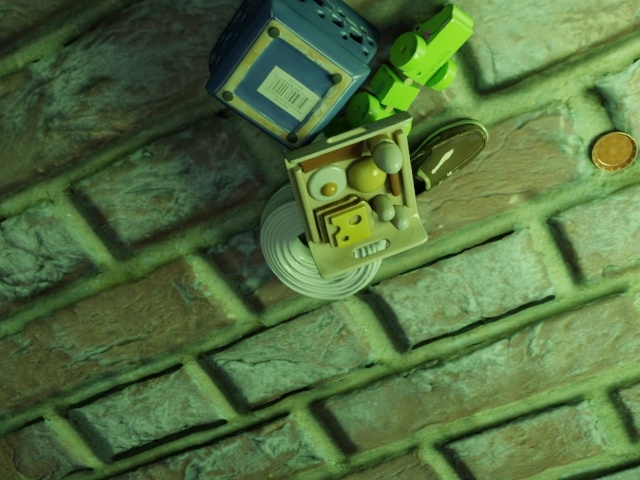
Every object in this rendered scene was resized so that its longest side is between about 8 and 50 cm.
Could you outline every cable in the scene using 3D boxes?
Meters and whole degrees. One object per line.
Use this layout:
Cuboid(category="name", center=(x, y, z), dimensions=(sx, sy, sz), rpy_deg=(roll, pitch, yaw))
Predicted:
Cuboid(category="cable", center=(0.000, 0.000, 1.748), dimensions=(0.257, 0.089, 0.257), rpy_deg=(34, 130, -12))

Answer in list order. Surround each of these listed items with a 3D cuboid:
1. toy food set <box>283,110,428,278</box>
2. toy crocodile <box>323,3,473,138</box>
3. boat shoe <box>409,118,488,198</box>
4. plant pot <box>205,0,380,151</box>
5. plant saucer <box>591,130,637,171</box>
Cuboid(category="toy food set", center=(0.073, -0.071, 1.544), dimensions=(0.219, 0.092, 0.306), rpy_deg=(-21, 136, -6))
Cuboid(category="toy crocodile", center=(0.137, -0.282, 1.570), dimensions=(0.115, 0.105, 0.340), rpy_deg=(15, 127, -40))
Cuboid(category="boat shoe", center=(0.205, -0.131, 1.662), dimensions=(0.257, 0.095, 0.095), rpy_deg=(-32, 116, 23))
Cuboid(category="plant pot", center=(-0.051, -0.301, 1.499), dimensions=(0.236, 0.212, 0.236), rpy_deg=(34, 119, -17))
Cuboid(category="plant saucer", center=(0.555, -0.169, 1.661), dimensions=(0.083, 0.013, 0.083), rpy_deg=(2, 123, 3))
